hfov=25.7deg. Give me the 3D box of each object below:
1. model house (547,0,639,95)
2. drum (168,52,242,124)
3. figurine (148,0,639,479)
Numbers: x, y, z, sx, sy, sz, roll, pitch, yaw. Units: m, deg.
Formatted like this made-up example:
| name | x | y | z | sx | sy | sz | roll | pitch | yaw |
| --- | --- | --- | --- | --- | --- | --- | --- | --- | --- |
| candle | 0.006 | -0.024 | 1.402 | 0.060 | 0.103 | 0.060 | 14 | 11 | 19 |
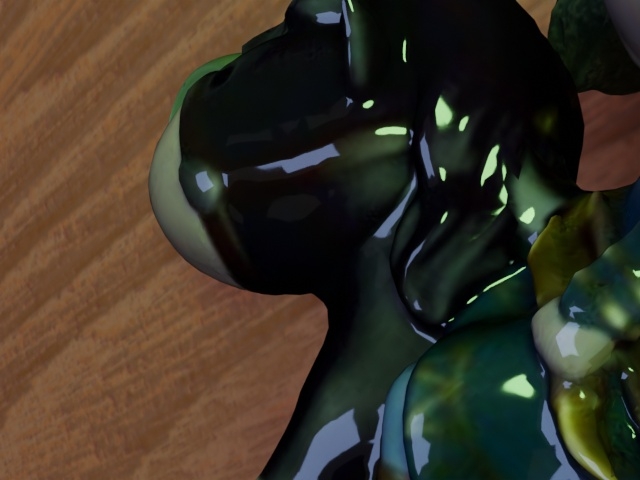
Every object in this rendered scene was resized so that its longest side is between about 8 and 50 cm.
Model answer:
| name | x | y | z | sx | sy | sz | roll | pitch | yaw |
| --- | --- | --- | --- | --- | --- | --- | --- | --- | --- |
| model house | 0.124 | -0.098 | 0.530 | 0.066 | 0.083 | 0.079 | 45 | 130 | 41 |
| drum | 0.004 | -0.019 | 0.730 | 0.253 | 0.049 | 0.130 | 34 | 123 | 44 |
| figurine | 0.112 | -0.011 | 0.396 | 0.411 | 0.241 | 0.306 | -33 | 58 | 33 |
